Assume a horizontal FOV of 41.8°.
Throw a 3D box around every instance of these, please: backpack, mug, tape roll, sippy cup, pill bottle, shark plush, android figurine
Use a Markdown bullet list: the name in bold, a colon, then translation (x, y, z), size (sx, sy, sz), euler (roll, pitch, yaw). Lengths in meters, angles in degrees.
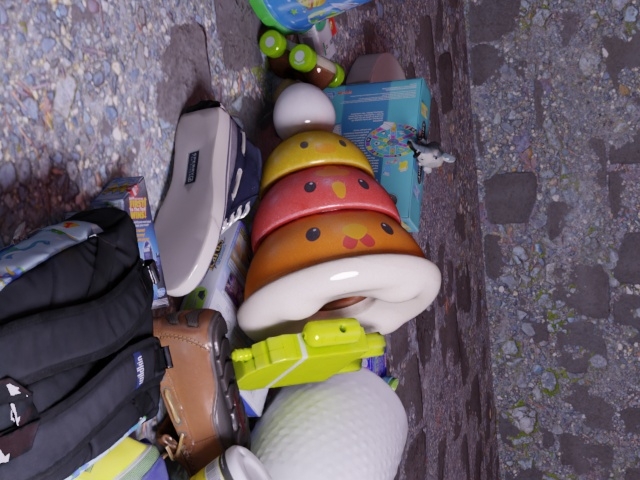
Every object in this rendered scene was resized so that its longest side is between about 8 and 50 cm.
- **backpack**: translation (-0.326, 0.138, 0.891), size (0.355, 0.273, 0.290), euler (-88, 173, -76)
- **mug**: translation (-0.027, 0.452, 1.531), size (0.374, 0.276, 0.328), euler (-63, 176, 30)
- **tape roll**: translation (0.162, -0.301, 2.224), size (0.392, 0.071, 0.392), euler (-1, 90, -66)
- **sippy cup**: translation (0.002, -0.530, 1.618), size (0.305, 0.224, 0.240), euler (-51, 127, -39)
- **pill bottle**: translation (-0.169, 0.401, 1.204), size (0.119, 0.208, 0.119), euler (51, 5, -6)
- **shark plush**: translation (0.214, -0.187, 1.763), size (0.161, 0.073, 0.067), euler (0, 68, -47)
- **android figurine**: translation (-0.034, 0.195, 1.400), size (0.272, 0.248, 0.056), euler (-1, 65, -28)

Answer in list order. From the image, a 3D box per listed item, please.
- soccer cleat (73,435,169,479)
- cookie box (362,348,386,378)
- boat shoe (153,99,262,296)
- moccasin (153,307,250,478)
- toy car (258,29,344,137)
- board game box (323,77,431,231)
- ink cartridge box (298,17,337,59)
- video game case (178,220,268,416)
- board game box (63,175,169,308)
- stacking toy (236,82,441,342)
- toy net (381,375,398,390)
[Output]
- **soccer cleat**: translation (-0.312, 0.302, 1.109), size (0.289, 0.093, 0.121), euler (30, 31, -58)
- **cookie box**: translation (0.136, 0.318, 2.165), size (0.107, 0.040, 0.092), euler (-9, 98, -66)
- **boat shoe**: translation (-0.170, -0.050, 1.366), size (0.158, 0.127, 0.341), euler (40, 51, -50)
- **moccasin**: translation (-0.195, 0.288, 1.296), size (0.139, 0.146, 0.380), euler (-79, 162, -62)
- **toy car**: translation (-0.064, -0.300, 1.684), size (0.155, 0.148, 0.189), euler (10, 108, -63)
- **board game box**: translation (0.100, -0.183, 1.847), size (0.079, 0.253, 0.336), euler (44, 50, -59)
- **ink cartridge box**: translation (0.004, -0.518, 1.897), size (0.225, 0.056, 0.181), euler (-57, 140, -50)
- **video game case**: translation (-0.149, 0.141, 1.491), size (0.270, 0.061, 0.244), euler (62, 36, -46)
- **board game box**: translation (-0.293, 0.007, 1.169), size (0.194, 0.060, 0.194), euler (-6, 93, -66)
- **stacking toy**: translation (-0.009, -0.072, 1.486), size (0.350, 0.350, 0.480), euler (36, 37, -61)
- **toy net**: translation (0.169, 0.420, 2.195), size (0.122, 0.045, 0.232), euler (-62, 160, -10)
